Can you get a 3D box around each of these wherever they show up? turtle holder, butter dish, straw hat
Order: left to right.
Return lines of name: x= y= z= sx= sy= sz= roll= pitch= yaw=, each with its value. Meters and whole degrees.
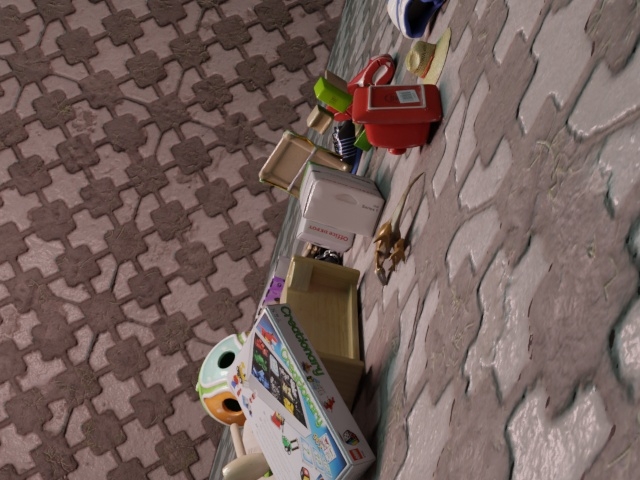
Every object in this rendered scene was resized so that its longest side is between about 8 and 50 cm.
turtle holder: x=-0.167 y=0.346 z=2.205 sx=0.320 sy=0.243 sz=0.227 roll=-29 pitch=-5 yaw=-19
butter dish: x=0.141 y=-0.213 z=1.540 sx=0.160 sy=0.159 sz=0.118 roll=-84 pitch=-9 yaw=-56
straw hat: x=0.201 y=-0.357 z=1.645 sx=0.144 sy=0.061 sz=0.145 roll=-162 pitch=90 yaw=-82

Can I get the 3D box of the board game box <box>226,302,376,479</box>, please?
board game box: x=-0.042 y=0.278 z=1.345 sx=0.305 sy=0.053 sz=0.193 roll=58 pitch=135 yaw=32

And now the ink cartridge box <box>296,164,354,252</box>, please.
ink cartridge box: x=0.029 y=-0.074 z=1.997 sx=0.072 sy=0.127 sz=0.175 roll=141 pitch=144 yaw=-72

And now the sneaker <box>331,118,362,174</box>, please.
sneaker: x=0.066 y=-0.250 z=2.254 sx=0.081 sy=0.090 sz=0.232 roll=-156 pitch=83 yaw=-82

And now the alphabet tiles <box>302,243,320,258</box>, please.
alphabet tiles: x=0.000 y=0.000 z=2.197 sx=0.284 sy=0.021 sz=0.278 roll=-64 pitch=-6 yaw=1

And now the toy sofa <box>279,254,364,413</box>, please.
toy sofa: x=-0.010 y=0.194 z=1.604 sx=0.362 sy=0.150 sz=0.177 roll=-88 pitch=12 yaw=-64

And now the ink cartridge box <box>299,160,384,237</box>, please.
ink cartridge box: x=0.041 y=-0.093 z=1.827 sx=0.219 sy=0.160 sz=0.093 roll=-99 pitch=26 yaw=-74

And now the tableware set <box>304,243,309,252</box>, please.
tableware set: x=-0.032 y=0.029 z=2.344 sx=0.194 sy=0.039 sz=0.128 roll=105 pitch=-169 yaw=-62

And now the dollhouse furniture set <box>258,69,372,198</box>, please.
dollhouse furniture set: x=0.003 y=-0.252 z=2.089 sx=0.301 sy=0.197 sz=0.151 roll=-53 pitch=18 yaw=28

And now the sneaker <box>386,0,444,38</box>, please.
sneaker: x=0.241 y=-0.561 z=1.756 sx=0.131 sy=0.111 sz=0.296 roll=-105 pitch=27 yaw=-43

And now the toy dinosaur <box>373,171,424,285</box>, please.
toy dinosaur: x=0.122 y=-0.017 z=1.451 sx=0.112 sy=0.064 sz=0.212 roll=-90 pitch=19 yaw=-70

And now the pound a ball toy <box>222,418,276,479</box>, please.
pound a ball toy: x=-0.078 y=0.407 z=1.544 sx=0.319 sy=0.135 sz=0.208 roll=-99 pitch=-9 yaw=-73

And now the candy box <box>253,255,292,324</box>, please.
candy box: x=-0.049 y=0.142 z=1.932 sx=0.196 sy=0.164 sz=0.070 roll=114 pitch=171 yaw=-46

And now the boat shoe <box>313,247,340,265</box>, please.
boat shoe: x=0.013 y=0.046 z=2.050 sx=0.206 sy=0.075 sz=0.065 roll=-114 pitch=41 yaw=-87

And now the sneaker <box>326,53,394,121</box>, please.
sneaker: x=0.114 y=-0.404 z=2.200 sx=0.221 sy=0.087 sz=0.128 roll=-35 pitch=13 yaw=24
